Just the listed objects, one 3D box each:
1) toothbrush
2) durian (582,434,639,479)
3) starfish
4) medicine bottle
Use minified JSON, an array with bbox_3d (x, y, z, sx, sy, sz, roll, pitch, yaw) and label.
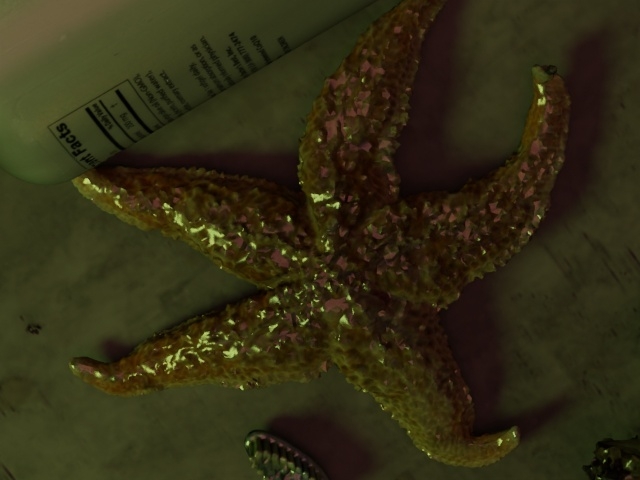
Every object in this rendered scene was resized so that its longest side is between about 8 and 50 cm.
[{"bbox_3d":[0.097,0.235,1.085,0.375,0.037,0.028,41,98,-11],"label":"toothbrush"},{"bbox_3d":[0.247,0.125,1.000,0.196,0.167,0.196,4,98,32],"label":"durian"},{"bbox_3d":[0.000,0.001,1.028,0.302,0.060,0.299,-8,102,-1],"label":"starfish"},{"bbox_3d":[-0.113,-0.131,0.951,0.289,0.157,0.157,-30,99,2],"label":"medicine bottle"}]
